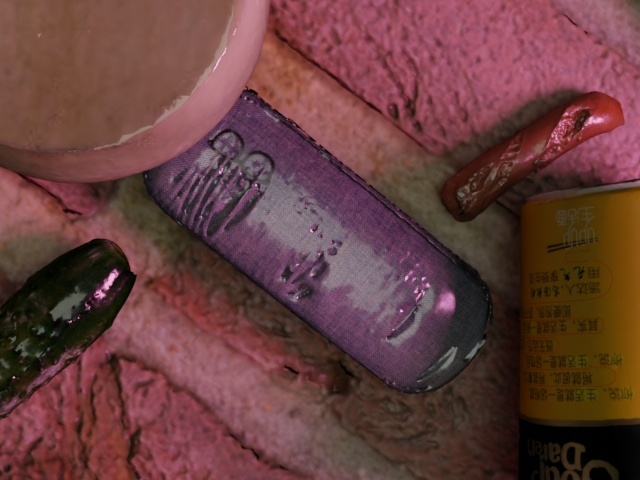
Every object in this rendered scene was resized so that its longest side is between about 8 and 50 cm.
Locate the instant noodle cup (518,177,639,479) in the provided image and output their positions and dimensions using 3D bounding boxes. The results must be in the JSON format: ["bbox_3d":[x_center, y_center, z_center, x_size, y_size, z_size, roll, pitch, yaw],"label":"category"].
[{"bbox_3d":[0.225,0.079,0.832,0.216,0.215,0.236,-6,87,-8],"label":"instant noodle cup"}]

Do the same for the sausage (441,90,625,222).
[{"bbox_3d":[0.159,-0.066,0.883,0.158,0.042,0.036,-31,61,-7],"label":"sausage"}]

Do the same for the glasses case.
[{"bbox_3d":[0.000,0.000,0.847,0.282,0.067,0.109,39,92,-6],"label":"glasses case"}]

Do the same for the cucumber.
[{"bbox_3d":[-0.220,0.086,0.822,0.227,0.069,0.069,-43,99,-1],"label":"cucumber"}]

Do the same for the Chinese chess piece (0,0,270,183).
[{"bbox_3d":[-0.158,-0.162,0.768,0.250,0.101,0.250,0,84,1],"label":"Chinese chess piece"}]
